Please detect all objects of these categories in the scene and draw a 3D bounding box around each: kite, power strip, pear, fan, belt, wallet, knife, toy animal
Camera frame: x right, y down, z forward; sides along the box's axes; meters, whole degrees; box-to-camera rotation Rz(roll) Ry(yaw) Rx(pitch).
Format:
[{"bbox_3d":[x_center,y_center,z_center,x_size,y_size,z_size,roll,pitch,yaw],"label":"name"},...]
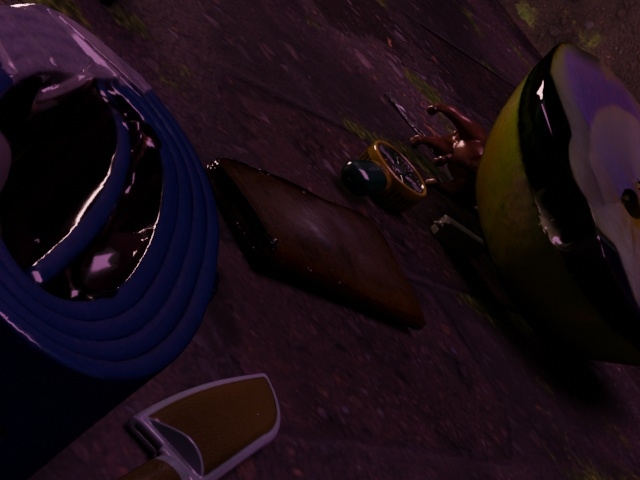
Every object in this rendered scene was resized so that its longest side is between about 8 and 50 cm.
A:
[{"bbox_3d":[0.169,-0.103,1.951,0.250,0.012,0.229,47,17,0],"label":"kite"},{"bbox_3d":[0.157,-0.004,1.691,0.083,0.027,0.017,34,24,-38],"label":"power strip"},{"bbox_3d":[0.301,-0.017,1.743,0.399,0.165,0.399,37,40,-38],"label":"pear"},{"bbox_3d":[0.060,-0.067,1.578,0.082,0.039,0.155,53,20,13],"label":"fan"},{"bbox_3d":[-0.169,-0.008,0.810,0.212,0.117,0.347,44,20,-15],"label":"belt"},{"bbox_3d":[0.000,0.000,1.316,0.255,0.031,0.137,25,28,-51],"label":"wallet"},{"bbox_3d":[-0.085,0.122,0.876,0.061,0.027,0.343,47,18,8],"label":"knife"},{"bbox_3d":[0.211,-0.051,1.852,0.230,0.066,0.224,24,45,-46],"label":"toy animal"}]

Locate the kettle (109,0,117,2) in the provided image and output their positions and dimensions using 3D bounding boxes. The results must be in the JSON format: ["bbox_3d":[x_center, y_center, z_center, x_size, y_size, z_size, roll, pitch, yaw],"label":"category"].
[{"bbox_3d":[-0.155,-0.381,1.374,0.165,0.255,0.240,20,35,-51],"label":"kettle"}]
